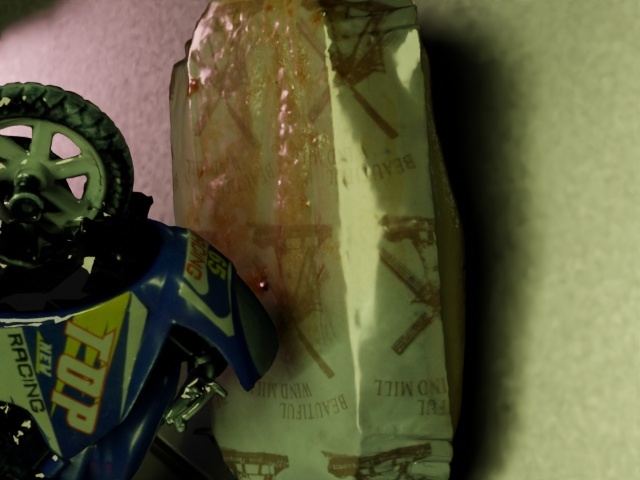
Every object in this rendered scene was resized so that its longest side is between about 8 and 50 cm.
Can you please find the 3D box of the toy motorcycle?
[{"bbox_3d":[-0.122,0.077,0.726,0.113,0.168,0.315,-95,26,-56],"label":"toy motorcycle"}]

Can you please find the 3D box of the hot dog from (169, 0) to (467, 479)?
[{"bbox_3d":[0.000,0.000,0.761,0.162,0.081,0.271,-5,89,43],"label":"hot dog"}]
